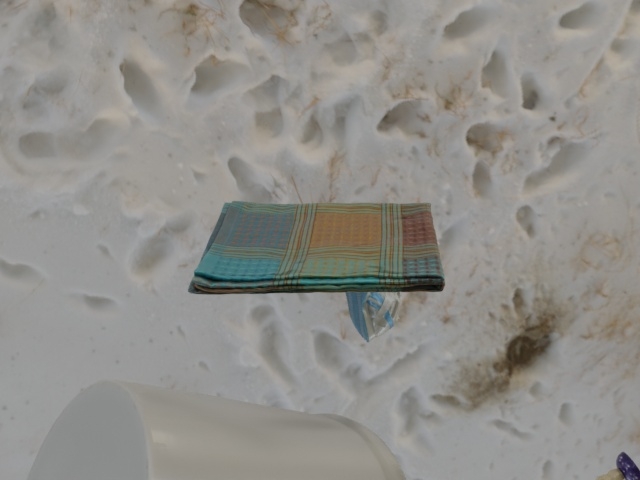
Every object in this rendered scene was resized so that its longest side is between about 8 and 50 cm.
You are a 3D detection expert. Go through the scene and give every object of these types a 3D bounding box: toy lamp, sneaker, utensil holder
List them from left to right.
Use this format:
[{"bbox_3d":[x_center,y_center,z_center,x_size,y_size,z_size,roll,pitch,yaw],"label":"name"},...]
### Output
[{"bbox_3d":[-0.124,0.353,0.732,0.385,0.327,0.327,27,108,-39],"label":"utensil holder"},{"bbox_3d":[0.103,0.095,1.148,0.092,0.087,0.228,-26,136,-17],"label":"sneaker"},{"bbox_3d":[0.530,0.536,1.238,0.275,0.080,0.080,-29,124,3],"label":"toy lamp"}]

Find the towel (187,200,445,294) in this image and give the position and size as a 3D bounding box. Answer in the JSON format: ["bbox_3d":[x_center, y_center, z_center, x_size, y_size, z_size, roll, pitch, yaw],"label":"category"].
[{"bbox_3d":[0.000,0.000,0.952,0.370,0.271,0.040,-1,119,5],"label":"towel"}]
